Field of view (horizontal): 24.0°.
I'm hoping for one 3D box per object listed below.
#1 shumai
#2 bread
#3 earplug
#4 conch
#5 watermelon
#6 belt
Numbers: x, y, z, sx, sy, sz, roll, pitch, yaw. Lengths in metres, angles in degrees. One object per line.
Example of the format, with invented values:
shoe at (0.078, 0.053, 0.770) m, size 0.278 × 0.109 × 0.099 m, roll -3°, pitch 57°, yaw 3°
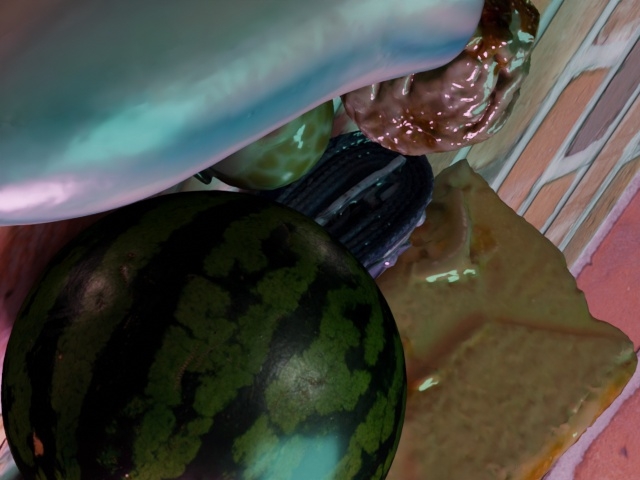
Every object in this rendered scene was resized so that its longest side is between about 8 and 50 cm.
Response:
shumai at (0.079, -0.163, 1.185) m, size 0.184 × 0.184 × 0.142 m, roll -51°, pitch 140°, yaw 0°
bread at (0.065, 0.177, 1.508) m, size 0.390 × 0.279 × 0.371 m, roll -41°, pitch 174°, yaw -30°
earplug at (-0.081, -0.106, 0.823) m, size 0.324 × 0.185 × 0.185 m, roll -36°, pitch 158°, yaw -30°
conch at (-0.051, -0.093, 1.045) m, size 0.116 × 0.106 × 0.173 m, roll -47°, pitch 150°, yaw 14°
watermelon at (-0.081, 0.104, 1.062) m, size 0.285 × 0.285 × 0.285 m, roll -45°, pitch 162°, yaw -19°
belt at (0.000, 0.000, 1.328) m, size 0.218 × 0.122 × 0.128 m, roll -40°, pitch 169°, yaw -32°
